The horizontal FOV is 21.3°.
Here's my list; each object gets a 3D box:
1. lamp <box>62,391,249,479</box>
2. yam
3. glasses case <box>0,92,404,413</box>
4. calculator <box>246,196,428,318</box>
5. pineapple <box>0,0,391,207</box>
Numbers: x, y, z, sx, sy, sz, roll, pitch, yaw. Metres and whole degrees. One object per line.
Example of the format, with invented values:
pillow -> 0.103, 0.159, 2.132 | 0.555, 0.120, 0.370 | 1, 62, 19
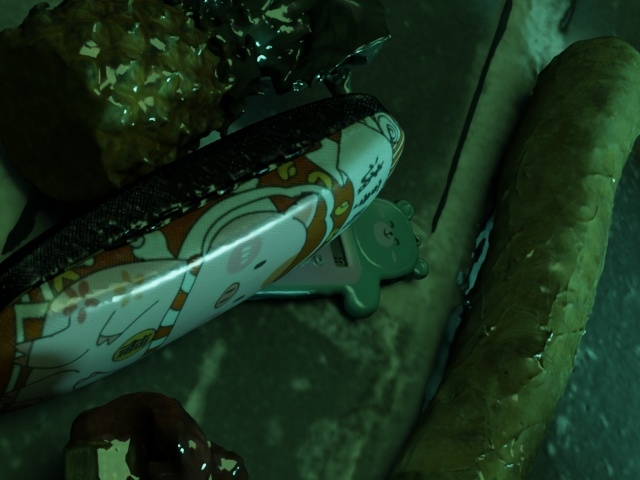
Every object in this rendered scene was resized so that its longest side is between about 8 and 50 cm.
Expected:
lamp -> -0.122, 0.166, 0.690 | 0.223, 0.151, 0.215 | 33, 55, -71
yam -> 0.118, 0.023, 0.973 | 0.081, 0.081, 0.356 | 36, 52, -14
glasses case -> -0.065, 0.003, 0.823 | 0.267, 0.103, 0.067 | -29, 76, -34
calculator -> 0.000, 0.000, 0.940 | 0.141, 0.019, 0.094 | 0, 63, -35
pineapple -> -0.061, -0.097, 0.892 | 0.237, 0.111, 0.119 | -32, 92, -43
